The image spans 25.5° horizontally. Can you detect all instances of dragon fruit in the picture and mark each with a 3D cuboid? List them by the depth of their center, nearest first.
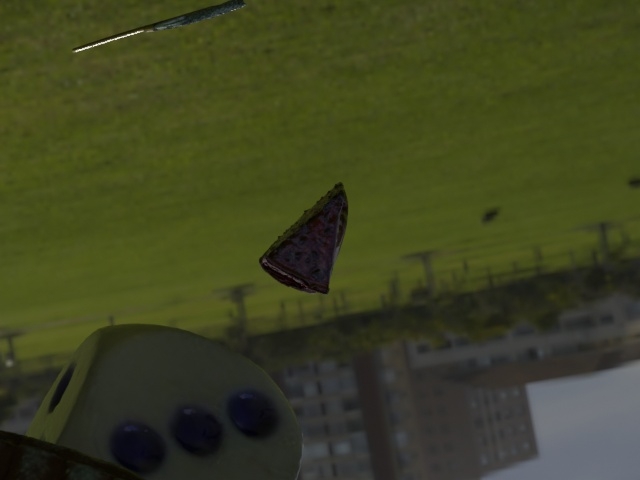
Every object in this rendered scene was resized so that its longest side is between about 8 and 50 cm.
[{"bbox_3d":[0.002,0.003,1.259,0.097,0.063,0.131,-41,-175,6],"label":"dragon fruit"}]

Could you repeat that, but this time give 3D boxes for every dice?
[{"bbox_3d":[-0.191,0.259,1.578,0.259,0.251,0.243,29,136,-13],"label":"dice"}]

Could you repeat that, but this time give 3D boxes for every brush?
[{"bbox_3d":[-0.168,-0.199,1.339,0.205,0.011,0.083,-6,-164,43],"label":"brush"}]

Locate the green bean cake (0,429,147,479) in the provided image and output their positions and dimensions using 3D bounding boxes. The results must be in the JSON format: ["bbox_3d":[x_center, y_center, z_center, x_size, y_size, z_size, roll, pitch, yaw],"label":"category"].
[{"bbox_3d":[-0.216,0.221,1.098,0.233,0.097,0.198,13,153,11],"label":"green bean cake"}]
